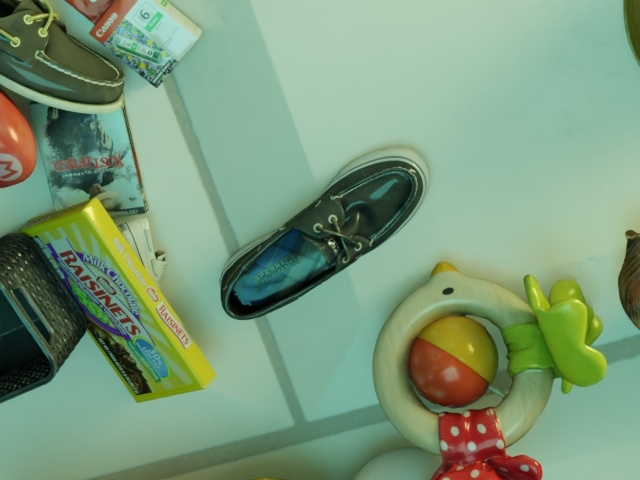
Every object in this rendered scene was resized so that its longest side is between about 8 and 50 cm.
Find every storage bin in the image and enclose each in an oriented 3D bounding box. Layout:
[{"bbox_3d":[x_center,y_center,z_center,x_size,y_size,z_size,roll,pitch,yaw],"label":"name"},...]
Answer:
[{"bbox_3d":[-0.324,0.086,1.561,0.180,0.084,0.122,-24,109,24],"label":"storage bin"}]

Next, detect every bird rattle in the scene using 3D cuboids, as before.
[{"bbox_3d":[0.144,0.134,1.525,0.207,0.143,0.253,33,97,17],"label":"bird rattle"}]

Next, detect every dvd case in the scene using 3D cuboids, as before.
[{"bbox_3d":[-0.211,-0.075,1.537,0.087,0.013,0.119,-7,113,8],"label":"dvd case"}]

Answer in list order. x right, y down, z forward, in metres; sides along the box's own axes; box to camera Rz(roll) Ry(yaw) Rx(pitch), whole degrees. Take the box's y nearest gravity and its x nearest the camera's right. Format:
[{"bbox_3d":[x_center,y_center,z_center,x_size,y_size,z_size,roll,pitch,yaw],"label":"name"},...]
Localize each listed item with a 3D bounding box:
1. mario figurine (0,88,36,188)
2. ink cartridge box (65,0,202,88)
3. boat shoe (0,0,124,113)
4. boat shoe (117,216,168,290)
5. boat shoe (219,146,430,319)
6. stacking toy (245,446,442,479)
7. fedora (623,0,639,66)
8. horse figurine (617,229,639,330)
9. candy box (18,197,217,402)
[{"bbox_3d":[-0.404,-0.060,1.469,0.320,0.198,0.170,-4,100,11],"label":"mario figurine"},{"bbox_3d":[-0.167,-0.194,1.474,0.115,0.029,0.063,39,111,-11],"label":"ink cartridge box"},{"bbox_3d":[-0.270,-0.181,1.460,0.227,0.081,0.069,24,117,-2],"label":"boat shoe"},{"bbox_3d":[-0.158,0.022,1.562,0.035,0.035,0.100,-24,119,-13],"label":"boat shoe"},{"bbox_3d":[0.000,0.000,1.515,0.228,0.076,0.080,-30,107,16],"label":"boat shoe"},{"bbox_3d":[-0.065,0.344,1.589,0.480,0.350,0.351,-27,109,-4],"label":"stacking toy"},{"bbox_3d":[0.323,-0.176,1.378,0.194,0.079,0.194,18,128,24],"label":"fedora"},{"bbox_3d":[0.373,0.068,1.517,0.263,0.066,0.174,21,107,-6],"label":"horse figurine"},{"bbox_3d":[-0.188,0.059,1.559,0.105,0.027,0.206,-17,113,42],"label":"candy box"}]
